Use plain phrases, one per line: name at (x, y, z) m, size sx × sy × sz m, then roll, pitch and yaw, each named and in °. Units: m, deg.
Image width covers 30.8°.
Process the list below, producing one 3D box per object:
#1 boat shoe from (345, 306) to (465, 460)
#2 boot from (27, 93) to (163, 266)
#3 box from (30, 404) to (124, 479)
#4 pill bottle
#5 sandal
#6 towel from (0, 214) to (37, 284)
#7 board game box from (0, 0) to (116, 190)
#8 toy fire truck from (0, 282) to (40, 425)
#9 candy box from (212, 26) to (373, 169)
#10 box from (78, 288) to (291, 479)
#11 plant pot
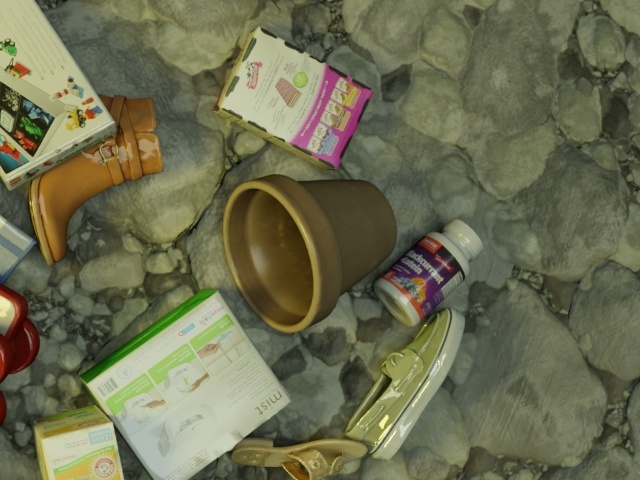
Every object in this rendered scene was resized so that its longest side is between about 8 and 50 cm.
boat shoe at (0.152, 0.244, 2.057) m, size 0.094 × 0.109 × 0.302 m, roll 31°, pitch 83°, yaw -13°
boot at (-0.368, -0.104, 1.899) m, size 0.220 × 0.109 × 0.283 m, roll -4°, pitch 80°, yaw -17°
box at (-0.385, 0.334, 1.832) m, size 0.114 × 0.203 × 0.103 m, roll -12°, pitch 93°, yaw -17°
pill bottle at (0.196, 0.053, 2.069) m, size 0.193 × 0.108 × 0.108 m, roll -43°, pitch 102°, yaw -14°
sandal at (-0.034, 0.392, 1.994) m, size 0.240 × 0.088 × 0.079 m, roll 5°, pitch 51°, yaw -12°
towel at (-0.618, -0.007, 1.816) m, size 0.285 × 0.034 × 0.209 m, roll 37°, pitch 100°, yaw -14°
board game box at (-0.483, -0.252, 1.830) m, size 0.193 × 0.053 × 0.305 m, roll -31°, pitch 78°, yaw -15°
toy fire truck at (-0.594, 0.181, 1.778) m, size 0.254 × 0.169 × 0.302 m, roll 28°, pitch 98°, yaw 1°
candy box at (-0.047, -0.242, 2.012) m, size 0.233 × 0.071 × 0.159 m, roll 28°, pitch 82°, yaw -16°
box at (-0.222, 0.247, 1.925) m, size 0.262 × 0.127 × 0.231 m, roll -37°, pitch 101°, yaw -15°
plant pot at (0.000, 0.000, 1.954) m, size 0.229 × 0.263 × 0.263 m, roll -19°, pitch 96°, yaw -35°
